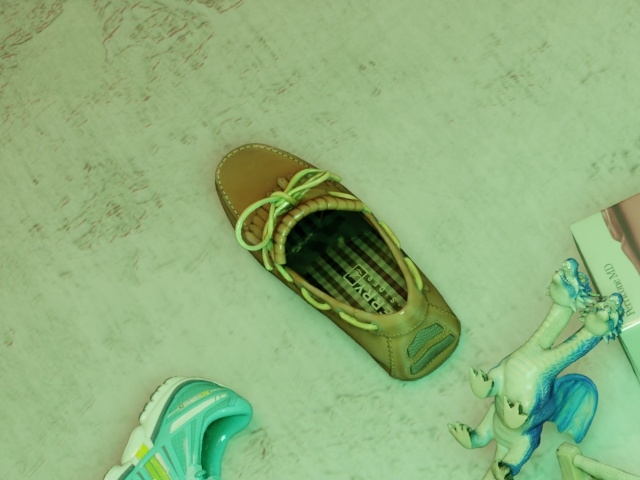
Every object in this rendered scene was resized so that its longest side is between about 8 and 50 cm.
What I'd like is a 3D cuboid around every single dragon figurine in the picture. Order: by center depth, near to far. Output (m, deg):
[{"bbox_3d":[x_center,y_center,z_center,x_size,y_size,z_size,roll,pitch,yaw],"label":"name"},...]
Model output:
[{"bbox_3d":[0.200,0.151,1.650,0.144,0.289,0.085,-27,51,-33],"label":"dragon figurine"}]

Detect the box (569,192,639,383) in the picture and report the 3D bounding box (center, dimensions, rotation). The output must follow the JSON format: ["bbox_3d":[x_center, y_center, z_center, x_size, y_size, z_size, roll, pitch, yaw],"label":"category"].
[{"bbox_3d":[0.380,0.021,1.706,0.232,0.127,0.148,-25,48,7],"label":"box"}]

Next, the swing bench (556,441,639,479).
[{"bbox_3d":[0.218,0.313,1.486,0.255,0.165,0.253,-20,21,-31],"label":"swing bench"}]

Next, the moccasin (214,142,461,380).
[{"bbox_3d":[-0.003,0.002,1.904,0.139,0.147,0.380,-36,47,-3],"label":"moccasin"}]

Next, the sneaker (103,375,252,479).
[{"bbox_3d":[-0.158,0.259,1.819,0.110,0.107,0.275,12,61,23],"label":"sneaker"}]
